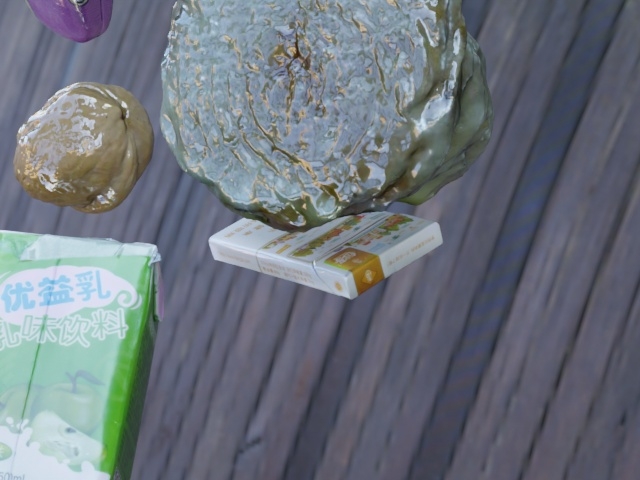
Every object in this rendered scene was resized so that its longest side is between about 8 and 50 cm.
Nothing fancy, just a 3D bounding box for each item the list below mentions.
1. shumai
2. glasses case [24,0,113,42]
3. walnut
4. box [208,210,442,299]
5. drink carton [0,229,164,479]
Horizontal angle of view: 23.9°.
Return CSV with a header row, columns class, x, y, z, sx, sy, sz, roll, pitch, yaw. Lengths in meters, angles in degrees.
class,x,y,z,sx,sy,sz,roll,pitch,yaw
shumai,0.044,-0.158,1.335,0.309,0.263,0.304,30,110,32
glasses case,-0.257,-0.333,1.459,0.123,0.076,0.316,35,143,29
walnut,-0.263,-0.103,1.707,0.166,0.166,0.149,-38,78,43
box,0.000,0.001,1.466,0.220,0.122,0.032,15,127,50
drink carton,-0.238,0.132,1.381,0.108,0.161,0.271,92,-176,-61
